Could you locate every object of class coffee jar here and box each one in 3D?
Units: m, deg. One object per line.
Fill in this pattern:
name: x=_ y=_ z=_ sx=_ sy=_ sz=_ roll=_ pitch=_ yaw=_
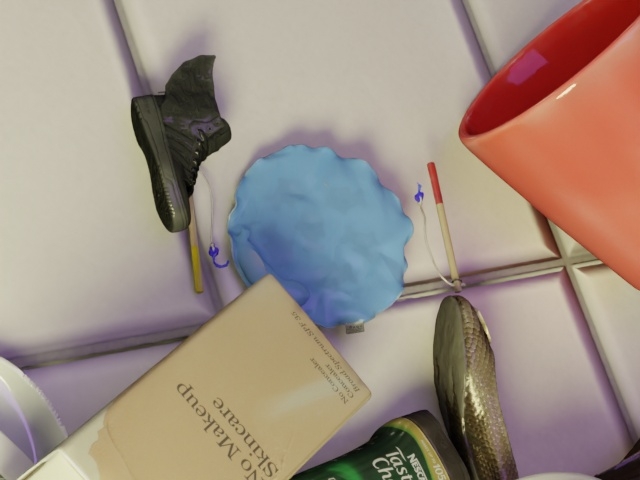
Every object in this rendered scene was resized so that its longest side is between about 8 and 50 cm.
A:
coffee jar: x=0.043 y=0.221 z=1.684 sx=0.184 sy=0.079 sz=0.096 roll=-26 pitch=81 yaw=-36

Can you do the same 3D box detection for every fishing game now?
fishing game: x=0.000 y=0.000 z=1.795 sx=0.264 sy=0.041 sz=0.189 roll=-3 pitch=66 yaw=-21

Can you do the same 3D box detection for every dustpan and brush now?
dustpan and brush: x=-0.232 y=0.197 z=1.551 sx=0.211 sy=0.060 sz=0.147 roll=46 pitch=52 yaw=-14

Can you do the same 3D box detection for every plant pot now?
plant pot: x=0.312 y=-0.100 z=1.902 sx=0.243 sy=0.275 sz=0.275 roll=50 pitch=52 yaw=-12

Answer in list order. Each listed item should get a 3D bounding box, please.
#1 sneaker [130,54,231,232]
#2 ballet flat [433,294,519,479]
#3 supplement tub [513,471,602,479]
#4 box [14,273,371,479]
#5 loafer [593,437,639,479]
sneaker: x=-0.117 y=-0.089 z=1.752 sx=0.089 sy=0.051 sz=0.170 roll=-10 pitch=61 yaw=-19
ballet flat: x=0.151 y=0.171 z=1.765 sx=0.058 sy=0.084 sz=0.250 roll=-5 pitch=74 yaw=-16
supplement tub: x=0.212 y=0.343 z=1.599 sx=0.191 sy=0.191 sz=0.272 roll=19 pitch=31 yaw=-20
box: x=-0.108 y=0.170 z=1.556 sx=0.148 sy=0.121 sz=0.311 roll=49 pitch=39 yaw=-1
loafer: x=0.333 y=0.208 z=1.845 sx=0.220 sy=0.080 sz=0.078 roll=-24 pitch=45 yaw=-16
